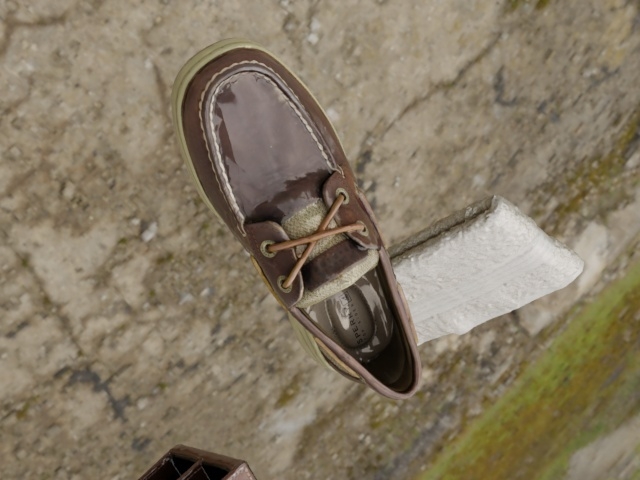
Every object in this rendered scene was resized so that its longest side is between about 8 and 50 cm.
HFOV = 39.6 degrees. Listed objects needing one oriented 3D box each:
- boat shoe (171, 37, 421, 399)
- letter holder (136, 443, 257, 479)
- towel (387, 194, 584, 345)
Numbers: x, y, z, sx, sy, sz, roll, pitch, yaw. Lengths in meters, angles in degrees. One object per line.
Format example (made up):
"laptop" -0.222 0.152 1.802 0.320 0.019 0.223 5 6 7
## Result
"boat shoe" 0.000 0.000 0.706 0.123 0.123 0.342 -32 124 -13
"letter holder" -0.128 0.418 0.984 0.214 0.152 0.302 -39 110 -33
"towel" 0.153 0.049 1.086 0.282 0.049 0.187 -30 137 33
